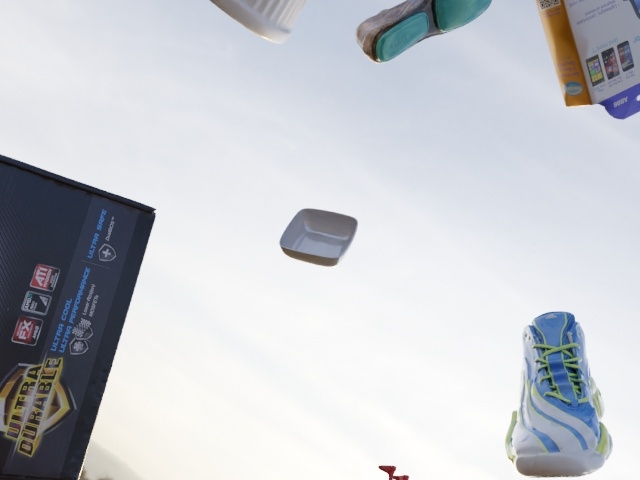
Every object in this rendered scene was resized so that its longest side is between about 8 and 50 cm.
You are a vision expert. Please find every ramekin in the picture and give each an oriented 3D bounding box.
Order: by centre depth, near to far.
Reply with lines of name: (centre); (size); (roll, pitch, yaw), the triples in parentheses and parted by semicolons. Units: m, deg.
ramekin: (-0.121, -0.436, 0.841); (0.273, 0.273, 0.127); (40, -69, -10)

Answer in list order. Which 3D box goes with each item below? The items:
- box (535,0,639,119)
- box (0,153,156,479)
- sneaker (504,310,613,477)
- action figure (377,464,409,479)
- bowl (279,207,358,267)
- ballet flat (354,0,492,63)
box: (0.168, -0.142, 0.324); (0.136, 0.081, 0.028); (67, -8, -17)
box: (-0.342, 0.062, 0.534); (0.293, 0.296, 0.073); (22, -17, -29)
sneaker: (0.222, 0.139, 0.549); (0.091, 0.126, 0.240); (-15, -7, 24)
action figure: (0.055, 0.264, 0.501); (0.030, 0.115, 0.038); (-19, -53, 34)
bowl: (0.000, 0.000, 1.143); (0.142, 0.142, 0.053); (11, -47, 18)
ballet flat: (0.202, -0.464, 1.134); (0.106, 0.316, 0.108); (46, -23, 42)
